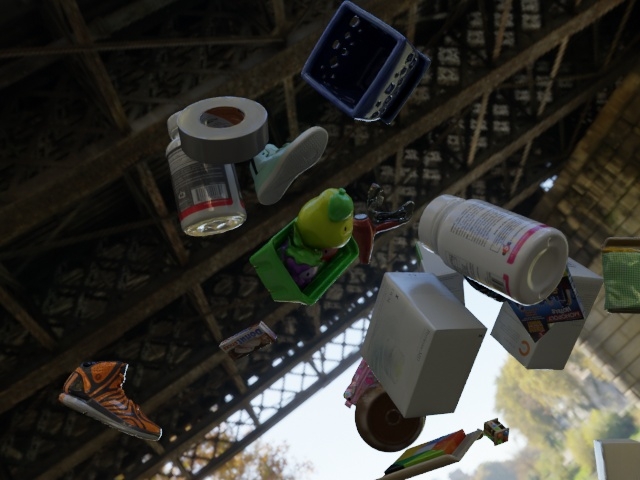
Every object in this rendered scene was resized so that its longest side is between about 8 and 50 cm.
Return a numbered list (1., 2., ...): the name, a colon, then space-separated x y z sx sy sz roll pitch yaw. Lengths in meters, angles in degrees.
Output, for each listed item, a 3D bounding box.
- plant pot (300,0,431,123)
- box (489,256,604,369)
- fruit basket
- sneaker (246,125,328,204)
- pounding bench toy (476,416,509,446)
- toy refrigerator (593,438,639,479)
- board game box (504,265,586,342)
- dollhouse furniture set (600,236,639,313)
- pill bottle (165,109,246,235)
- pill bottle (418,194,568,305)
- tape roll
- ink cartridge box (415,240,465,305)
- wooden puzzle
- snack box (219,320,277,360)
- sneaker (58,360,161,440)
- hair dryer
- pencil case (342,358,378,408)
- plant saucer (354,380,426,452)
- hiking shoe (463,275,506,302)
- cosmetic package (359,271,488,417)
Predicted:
1. plant pot: 0.132 -0.454 1.721 0.212 0.236 0.236 4 -55 -53
2. box: 0.739 0.225 2.151 0.168 0.215 0.345 7 -68 -26
3. fruit basket: 0.000 0.000 2.064 0.392 0.283 0.392 -29 12 7
4. sneaker: -0.096 -0.229 1.675 0.094 0.151 0.256 20 -55 -45
5. pounding bench toy: 0.519 0.584 1.966 0.083 0.065 0.052 -12 -65 -20
6. toy refrigerator: 0.698 0.596 1.485 0.094 0.269 0.102 -5 -14 10
7. board game box: 0.550 0.151 1.607 0.194 0.194 0.060 -15 12 45
8. dollhouse furniture set: 0.869 0.071 1.610 0.302 0.197 0.151 1 -22 6
9. pill bottle: -0.317 -0.186 1.756 0.176 0.318 0.176 -14 -13 -3
10. pill bottle: 0.346 0.007 1.345 0.160 0.283 0.160 -16 -61 -31
11. tape roll: -0.239 -0.274 1.607 0.219 0.219 0.072 -26 -44 -29
12. ink cartridge box: 0.307 0.126 1.656 0.093 0.160 0.219 -11 -57 3
13. wooden puzzle: 0.241 0.488 1.477 0.221 0.044 0.239 -30 -15 25
14. snack box: -0.199 0.275 1.775 0.178 0.064 0.022 -31 19 37
15. sneaker: -0.588 0.462 1.935 0.125 0.321 0.180 -21 40 59
16. hair dryer: 0.216 -0.044 2.391 0.224 0.080 0.293 27 -81 -26
17. pencil case: 0.184 0.468 2.302 0.124 0.124 0.284 14 -74 -59
18. plant saucer: 0.189 0.466 1.724 0.199 0.198 0.036 -38 3 -8
19. hiking shoe: 0.511 0.077 2.161 0.132 0.304 0.113 16 -65 -41
20. cosmetic package: 0.212 0.219 1.402 0.138 0.224 0.224 1 -63 -27
